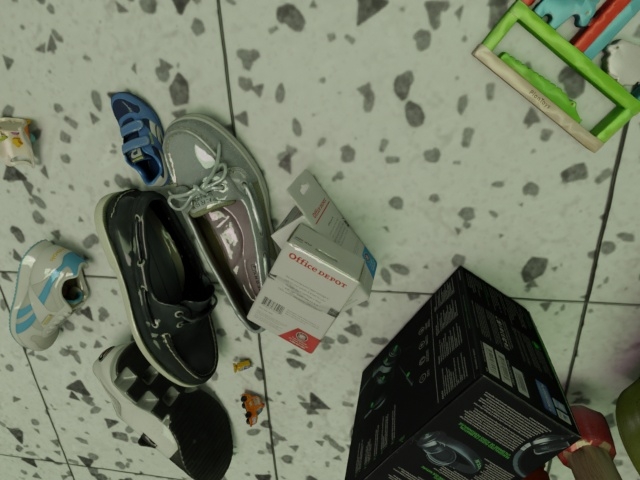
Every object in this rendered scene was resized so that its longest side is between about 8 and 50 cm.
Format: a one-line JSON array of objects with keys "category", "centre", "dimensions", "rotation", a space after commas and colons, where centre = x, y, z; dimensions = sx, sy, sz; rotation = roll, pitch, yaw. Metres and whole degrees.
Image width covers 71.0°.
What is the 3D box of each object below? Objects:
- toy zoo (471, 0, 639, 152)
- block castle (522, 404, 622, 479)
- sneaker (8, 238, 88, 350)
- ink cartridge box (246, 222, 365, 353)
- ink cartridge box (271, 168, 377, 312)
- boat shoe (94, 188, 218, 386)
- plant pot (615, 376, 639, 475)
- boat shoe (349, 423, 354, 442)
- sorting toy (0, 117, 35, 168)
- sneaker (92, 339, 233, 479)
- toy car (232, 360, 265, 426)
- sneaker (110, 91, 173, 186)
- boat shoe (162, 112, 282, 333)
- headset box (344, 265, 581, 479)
[{"category": "toy zoo", "centre": [0.337, -0.266, 0.476], "dimensions": [0.192, 0.030, 0.293], "rotation": [36, 115, -6]}, {"category": "block castle", "centre": [0.381, 0.478, 0.708], "dimensions": [0.303, 0.212, 0.453], "rotation": [24, 119, -5]}, {"category": "sneaker", "centre": [-0.467, 0.113, 0.780], "dimensions": [0.092, 0.087, 0.228], "rotation": [23, 118, -2]}, {"category": "ink cartridge box", "centre": [-0.018, 0.061, 0.565], "dimensions": [0.099, 0.056, 0.135], "rotation": [30, 120, -1]}, {"category": "ink cartridge box", "centre": [0.000, 0.000, 0.624], "dimensions": [0.060, 0.104, 0.180], "rotation": [-31, 104, 25]}, {"category": "boat shoe", "centre": [-0.219, 0.078, 0.692], "dimensions": [0.113, 0.127, 0.339], "rotation": [-10, 102, 28]}, {"category": "plant pot", "centre": [0.551, 0.178, 0.486], "dimensions": [0.367, 0.366, 0.352], "rotation": [25, 129, 0]}, {"category": "boat shoe", "centre": [0.152, 0.343, 0.741], "dimensions": [0.220, 0.077, 0.070], "rotation": [10, 156, 18]}, {"category": "sorting toy", "centre": [-0.471, -0.147, 0.690], "dimensions": [0.084, 0.044, 0.075], "rotation": [6, 122, 8]}, {"category": "sneaker", "centre": [-0.288, 0.317, 0.833], "dimensions": [0.146, 0.122, 0.330], "rotation": [-15, 112, 37]}, {"category": "toy car", "centre": [-0.123, 0.273, 0.801], "dimensions": [0.041, 0.060, 0.121], "rotation": [-13, 122, -17]}, {"category": "sneaker", "centre": [-0.253, -0.141, 0.636], "dimensions": [0.053, 0.059, 0.144], "rotation": [-20, 108, 22]}, {"category": "boat shoe", "centre": [-0.132, -0.021, 0.641], "dimensions": [0.118, 0.103, 0.320], "rotation": [-13, 111, 17]}, {"category": "headset box", "centre": [0.160, 0.219, 0.610], "dimensions": [0.131, 0.246, 0.283], "rotation": [34, 115, -4]}]
